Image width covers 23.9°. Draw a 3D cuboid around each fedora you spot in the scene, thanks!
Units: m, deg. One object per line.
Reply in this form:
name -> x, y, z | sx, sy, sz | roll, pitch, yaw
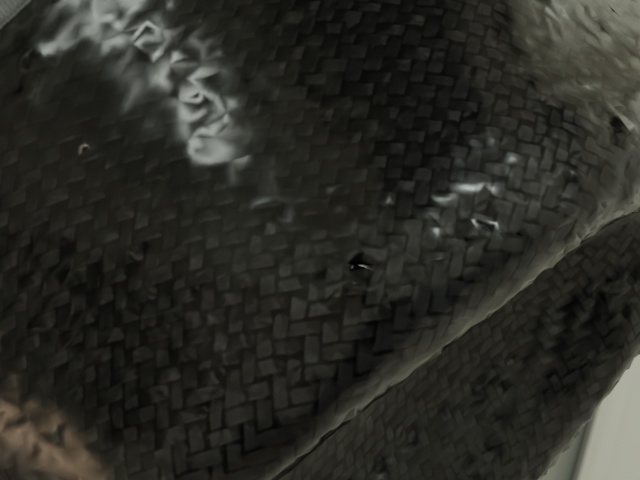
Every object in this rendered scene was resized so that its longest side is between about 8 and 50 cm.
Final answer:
fedora -> 0.000, 0.000, 0.414 | 0.152, 0.334, 0.334 | 40, 6, 28
